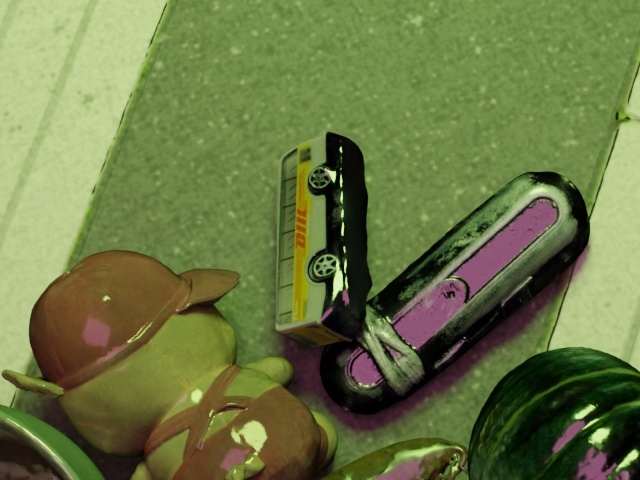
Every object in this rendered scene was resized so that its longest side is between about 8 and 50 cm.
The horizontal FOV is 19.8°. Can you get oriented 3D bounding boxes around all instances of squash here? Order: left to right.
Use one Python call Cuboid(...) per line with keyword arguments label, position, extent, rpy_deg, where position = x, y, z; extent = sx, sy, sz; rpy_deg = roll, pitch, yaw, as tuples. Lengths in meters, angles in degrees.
Cuboid(label="squash", position=(0.211, 0.184, 1.377), extent=(0.172, 0.218, 0.218), rpy_deg=(-43, 77, -13))

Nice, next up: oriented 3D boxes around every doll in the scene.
Cuboid(label="doll", position=(-0.114, 0.118, 1.451), extent=(0.256, 0.152, 0.196), rpy_deg=(47, 40, 4))

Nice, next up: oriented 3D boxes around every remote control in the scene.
Cuboid(label="remote control", position=(0.109, 0.041, 1.494), extent=(0.266, 0.066, 0.090), rpy_deg=(-40, 72, -6))

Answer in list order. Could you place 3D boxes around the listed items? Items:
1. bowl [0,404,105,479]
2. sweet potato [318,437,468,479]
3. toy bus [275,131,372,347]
Cuboid(label="bowl", position=(-0.261, 0.246, 1.413), extent=(0.289, 0.146, 0.289), rpy_deg=(2, 98, 16))
Cuboid(label="sweet potato", position=(-0.035, 0.316, 1.388), extent=(0.130, 0.130, 0.423), rpy_deg=(29, 90, 11))
Cuboid(label="toy bus", position=(0.000, 0.000, 1.500), extent=(0.072, 0.057, 0.172), rpy_deg=(-17, 60, 32))
